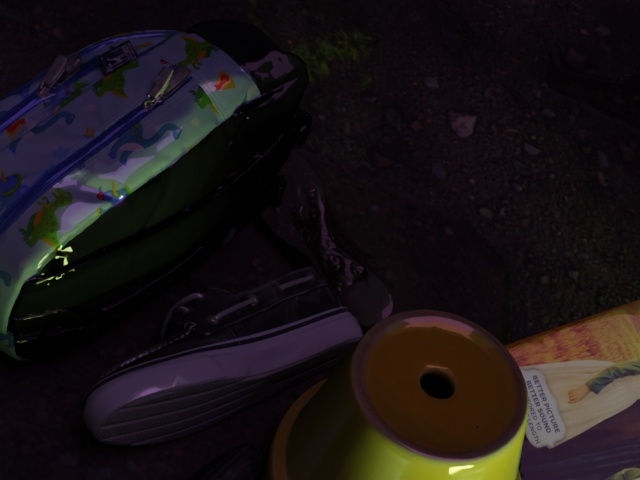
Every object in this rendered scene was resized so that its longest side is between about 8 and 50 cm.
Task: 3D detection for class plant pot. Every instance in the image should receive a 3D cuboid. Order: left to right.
[{"bbox_3d":[0.083,0.198,1.209,0.254,0.239,0.254,8,48,-8],"label":"plant pot"}]

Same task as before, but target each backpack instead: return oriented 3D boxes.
[{"bbox_3d":[-0.210,-0.043,1.227,0.273,0.290,0.355,33,59,3],"label":"backpack"}]

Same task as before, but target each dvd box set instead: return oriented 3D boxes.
[{"bbox_3d":[0.409,0.207,1.415,0.420,0.062,0.308,-17,71,-7],"label":"dvd box set"}]

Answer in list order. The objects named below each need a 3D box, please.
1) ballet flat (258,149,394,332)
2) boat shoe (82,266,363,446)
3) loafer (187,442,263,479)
[{"bbox_3d":[0.000,0.000,1.436,0.084,0.058,0.250,-36,75,-5],"label":"ballet flat"},{"bbox_3d":[-0.108,0.109,1.288,0.335,0.121,0.119,-14,62,-44],"label":"boat shoe"},{"bbox_3d":[-0.123,0.281,1.197,0.078,0.076,0.223,46,57,-4],"label":"loafer"}]
